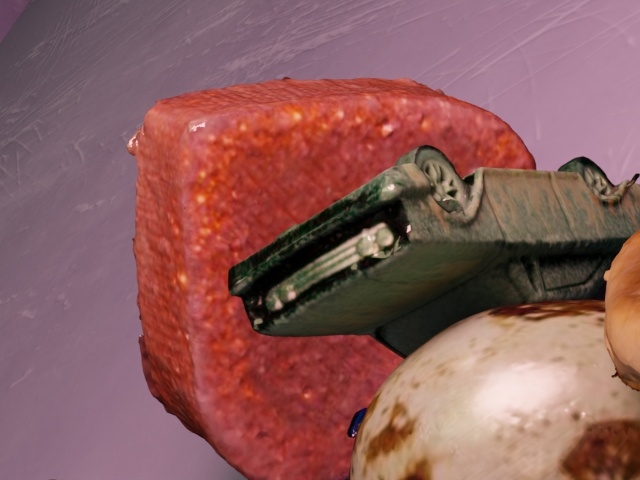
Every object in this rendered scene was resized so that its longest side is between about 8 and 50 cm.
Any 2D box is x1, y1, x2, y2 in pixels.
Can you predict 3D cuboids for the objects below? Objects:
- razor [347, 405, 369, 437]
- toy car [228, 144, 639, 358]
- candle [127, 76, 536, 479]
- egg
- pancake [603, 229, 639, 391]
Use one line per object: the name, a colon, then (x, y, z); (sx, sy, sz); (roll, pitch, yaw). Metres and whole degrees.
razor: (0.045, 0.244, 0.878); (0.056, 0.093, 0.324); (-4, 40, 6)
toy car: (0.096, 0.012, 0.900); (0.141, 0.321, 0.097); (-31, 73, 33)
candle: (0.000, 0.000, 1.046); (0.317, 0.287, 0.131); (-49, 29, -10)
egg: (0.125, 0.113, 0.796); (0.231, 0.169, 0.169); (-23, 31, 17)
pancake: (0.294, -0.025, 0.683); (0.356, 0.065, 0.356); (-18, 9, 3)
